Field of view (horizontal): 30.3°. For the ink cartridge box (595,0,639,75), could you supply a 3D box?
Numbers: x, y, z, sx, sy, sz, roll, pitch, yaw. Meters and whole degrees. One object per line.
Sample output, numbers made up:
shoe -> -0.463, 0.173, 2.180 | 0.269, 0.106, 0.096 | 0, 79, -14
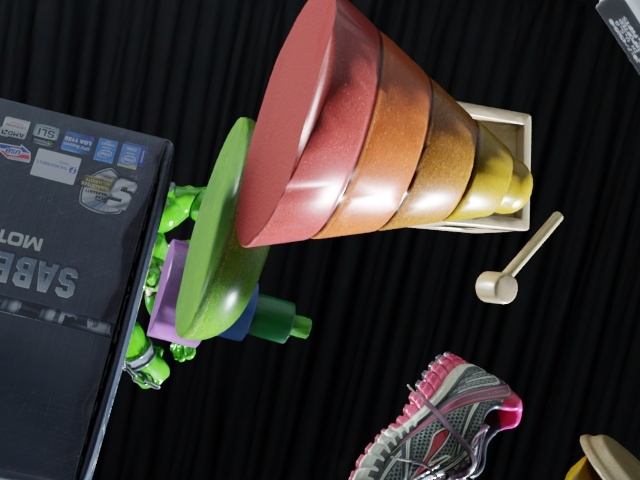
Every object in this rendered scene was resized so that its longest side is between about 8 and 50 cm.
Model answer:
ink cartridge box -> 0.448, -0.162, 1.066 | 0.307, 0.304, 0.072 | -30, 175, -22

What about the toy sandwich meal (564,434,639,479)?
toy sandwich meal -> 0.125, 0.112, 0.468 | 0.085, 0.029, 0.085 | 43, -169, -10

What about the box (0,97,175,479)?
box -> -0.204, 0.014, 0.572 | 0.232, 0.183, 0.059 | 14, 158, -4

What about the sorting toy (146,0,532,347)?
sorting toy -> 0.000, 0.000, 0.645 | 0.126, 0.127, 0.365 | 16, 157, -13

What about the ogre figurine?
ogre figurine -> -0.137, 0.028, 1.029 | 0.118, 0.197, 0.097 | 29, -154, -33

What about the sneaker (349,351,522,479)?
sneaker -> 0.119, 0.254, 1.337 | 0.112, 0.121, 0.299 | 25, -122, 25

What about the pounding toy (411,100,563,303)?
pounding toy -> 0.169, -0.035, 1.283 | 0.181, 0.206, 0.094 | 4, 176, -36
